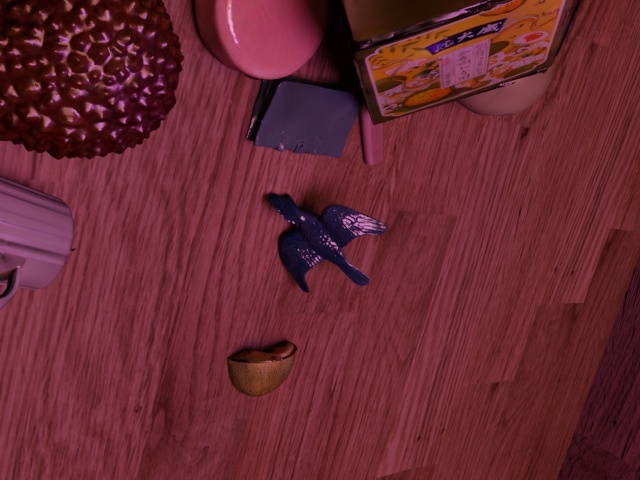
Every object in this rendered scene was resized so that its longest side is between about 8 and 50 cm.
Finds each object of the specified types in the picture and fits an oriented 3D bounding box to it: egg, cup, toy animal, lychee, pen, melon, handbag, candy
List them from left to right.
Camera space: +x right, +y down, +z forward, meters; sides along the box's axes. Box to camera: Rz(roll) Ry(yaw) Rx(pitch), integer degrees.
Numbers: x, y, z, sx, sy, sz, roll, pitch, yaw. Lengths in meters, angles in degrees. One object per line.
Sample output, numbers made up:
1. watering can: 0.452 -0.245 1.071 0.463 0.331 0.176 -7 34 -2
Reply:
1. cup: -0.486 0.008 1.129 0.202 0.166 0.221 20 64 -47
2. lychee: -0.341 -0.256 1.055 0.330 0.306 0.306 -24 124 -36
3. candy: -0.095 -0.395 1.334 0.255 0.094 0.255 -19 121 -34
4. melon: -0.112 0.282 1.655 0.160 0.079 0.128 -11 115 -37
5. handbag: -0.030 -0.236 1.500 0.221 0.057 0.144 1 116 -42
6. toy animal: 0.000 0.000 1.573 0.239 0.255 0.176 -40 175 34
7. pen: 0.106 -0.252 1.620 0.053 0.032 0.197 -24 127 -29
8. egg: 0.380 -0.374 1.664 0.269 0.219 0.219 -11 117 -34

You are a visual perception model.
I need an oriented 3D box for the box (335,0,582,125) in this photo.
1. box: 0.233 -0.366 1.346 0.372 0.138 0.420 -16 169 6
